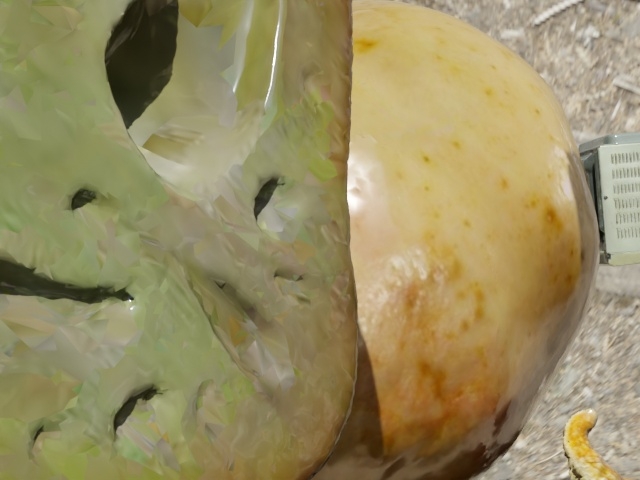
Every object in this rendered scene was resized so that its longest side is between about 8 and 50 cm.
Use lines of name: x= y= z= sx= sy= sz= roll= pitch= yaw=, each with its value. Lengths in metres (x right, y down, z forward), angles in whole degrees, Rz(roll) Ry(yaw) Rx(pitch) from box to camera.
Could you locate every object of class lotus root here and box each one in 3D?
lotus root: x=-0.127 y=-0.050 z=0.398 sx=0.375 sy=0.111 sz=0.390 roll=51 pitch=49 yaw=-22

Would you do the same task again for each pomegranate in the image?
pomegranate: x=0.000 y=0.000 z=0.852 sx=0.411 sy=0.411 sz=0.412 roll=-1 pitch=77 yaw=5

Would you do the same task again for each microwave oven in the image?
microwave oven: x=0.424 y=-0.057 z=1.700 sx=0.145 sy=0.240 sz=0.194 roll=-8 pitch=90 yaw=-4

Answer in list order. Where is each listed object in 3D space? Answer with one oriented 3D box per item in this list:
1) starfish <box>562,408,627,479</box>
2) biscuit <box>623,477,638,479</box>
starfish: x=0.268 y=0.243 z=0.606 sx=0.084 sy=0.301 sz=0.293 roll=-44 pitch=111 yaw=2
biscuit: x=0.480 y=0.475 z=1.655 sx=0.205 sy=0.049 sz=0.324 roll=-35 pitch=83 yaw=22
